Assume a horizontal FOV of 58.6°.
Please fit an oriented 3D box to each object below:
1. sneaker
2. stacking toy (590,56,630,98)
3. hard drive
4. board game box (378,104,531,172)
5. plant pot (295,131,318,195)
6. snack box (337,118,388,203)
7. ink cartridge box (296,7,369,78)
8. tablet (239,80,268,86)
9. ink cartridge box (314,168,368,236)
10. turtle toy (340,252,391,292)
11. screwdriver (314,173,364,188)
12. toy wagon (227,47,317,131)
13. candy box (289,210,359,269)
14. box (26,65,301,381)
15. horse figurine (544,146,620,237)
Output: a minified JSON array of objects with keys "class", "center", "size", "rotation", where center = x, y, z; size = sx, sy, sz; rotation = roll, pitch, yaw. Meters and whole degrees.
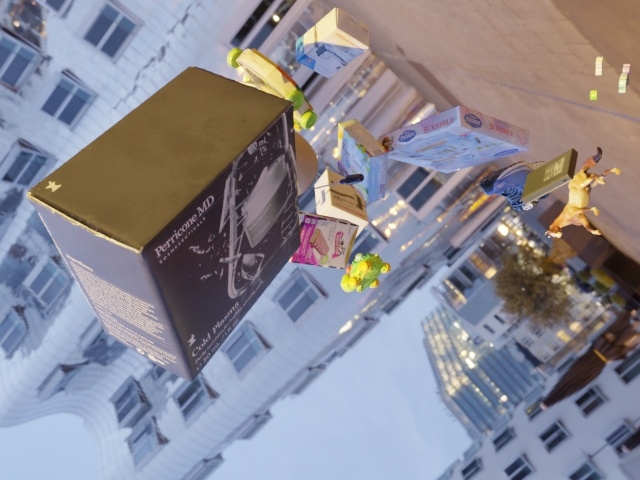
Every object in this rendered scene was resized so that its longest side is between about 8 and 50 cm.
[{"class":"sneaker","center":[0.647,-0.171,1.844],"size":[0.329,0.129,0.147],"rotation":[-9,-99,-37]},{"class":"stacking toy","center":[0.866,-0.466,1.619],"size":[0.221,0.166,0.052],"rotation":[-57,-40,-40]},{"class":"hard drive","center":[0.531,-0.148,1.328],"size":[0.022,0.135,0.094],"rotation":[36,-125,-14]},{"class":"board game box","center":[0.393,-0.289,1.694],"size":[0.317,0.318,0.066],"rotation":[8,-101,-37]},{"class":"plant pot","center":[-0.165,-0.314,2.130],"size":[0.284,0.284,0.191],"rotation":[49,174,25]},{"class":"snack box","center":[0.126,-0.245,1.744],"size":[0.207,0.070,0.175],"rotation":[54,155,41]},{"class":"ink cartridge box","center":[0.036,-0.596,1.736],"size":[0.139,0.190,0.082],"rotation":[17,-116,-36]},{"class":"tablet","center":[-0.185,-0.436,1.588],"size":[0.054,0.006,0.083],"rotation":[16,-160,13]},{"class":"ink cartridge box","center":[0.089,-0.161,2.510],"size":[0.197,0.114,0.273],"rotation":[23,-143,-23]},{"class":"turtle toy","center":[0.096,0.076,1.332],"size":[0.095,0.130,0.066],"rotation":[6,-142,-45]},{"class":"screwdriver","center":[0.038,-0.137,1.366],"size":[0.025,0.169,0.024],"rotation":[-14,-86,-46]},{"class":"toy wagon","center":[-0.121,-0.429,1.672],"size":[0.267,0.068,0.344],"rotation":[41,-179,23]},{"class":"candy box","center":[0.000,0.000,1.827],"size":[0.233,0.159,0.071],"rotation":[8,-167,-40]},{"class":"box","center":[-0.289,-0.037,1.269],"size":[0.297,0.480,0.472],"rotation":[23,144,21]},{"class":"horse figurine","center":[0.733,-0.123,1.586],"size":[0.066,0.263,0.174],"rotation":[14,-177,-13]}]
